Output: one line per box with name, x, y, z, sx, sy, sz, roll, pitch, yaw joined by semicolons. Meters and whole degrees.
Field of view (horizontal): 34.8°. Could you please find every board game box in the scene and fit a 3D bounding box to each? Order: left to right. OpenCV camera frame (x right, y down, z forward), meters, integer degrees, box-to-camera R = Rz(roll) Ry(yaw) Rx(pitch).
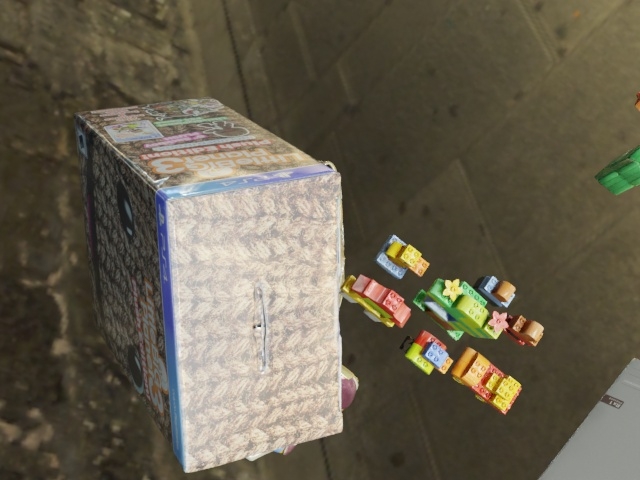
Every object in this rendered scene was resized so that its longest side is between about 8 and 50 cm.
board game box;-0.107;0.020;0.906;0.291;0.141;0.232;-144;48;-58

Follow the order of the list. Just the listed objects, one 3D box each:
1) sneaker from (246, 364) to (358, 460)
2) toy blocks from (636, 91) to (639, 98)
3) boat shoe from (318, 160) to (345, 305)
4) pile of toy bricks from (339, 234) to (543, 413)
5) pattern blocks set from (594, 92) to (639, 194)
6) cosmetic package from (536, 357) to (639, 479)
sneaker;-0.025;0.192;1.116;0.185;0.069;0.084;-45;9;51
toy blocks;0.384;-0.135;1.067;0.148;0.123;0.054;-114;32;-44
boat shoe;0.000;0.000;1.195;0.072;0.068;0.190;162;104;-70
pile of toy bricks;0.134;0.072;0.959;0.118;0.212;0.105;-55;14;-13
pattern blocks set;0.319;-0.155;0.710;0.325;0.026;0.285;-47;3;-10
cosmetic package;0.335;0.255;1.108;0.127;0.107;0.238;21;50;37
